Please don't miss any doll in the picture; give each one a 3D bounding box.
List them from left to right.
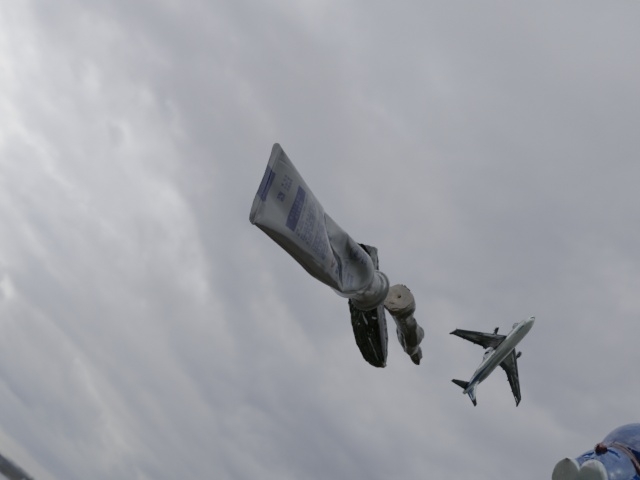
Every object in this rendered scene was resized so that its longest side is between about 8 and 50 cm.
[{"bbox_3d":[0.545,0.422,1.375,0.215,0.257,0.161,7,-80,63],"label":"doll"}]

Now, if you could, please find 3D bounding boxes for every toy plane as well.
[{"bbox_3d":[0.361,0.236,1.572,0.226,0.226,0.058,47,-18,-15],"label":"toy plane"}]

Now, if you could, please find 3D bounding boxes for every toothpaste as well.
[{"bbox_3d":[0.000,0.000,0.891,0.061,0.096,0.266,-1,-30,32],"label":"toothpaste"}]

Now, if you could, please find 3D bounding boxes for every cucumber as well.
[{"bbox_3d":[0.086,0.118,1.494,0.077,0.265,0.077,-4,-16,-1],"label":"cucumber"}]

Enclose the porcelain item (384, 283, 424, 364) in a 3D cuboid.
[{"bbox_3d":[0.192,0.199,1.689,0.081,0.069,0.216,43,-21,51],"label":"porcelain item"}]
